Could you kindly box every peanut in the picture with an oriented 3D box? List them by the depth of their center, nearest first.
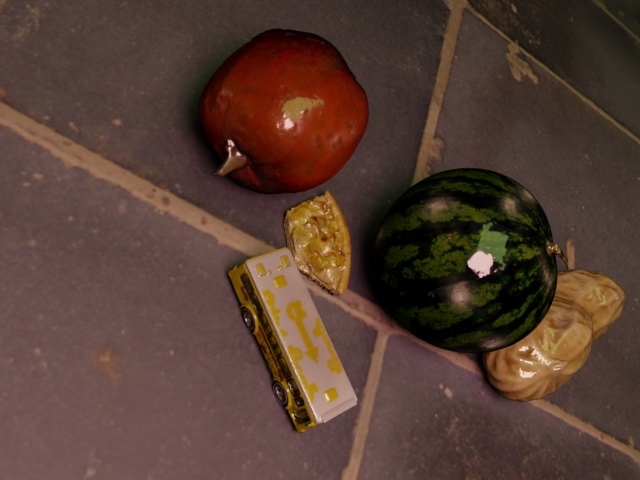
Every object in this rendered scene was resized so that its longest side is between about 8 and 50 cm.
[{"bbox_3d":[0.380,0.139,0.993,0.325,0.153,0.140,-29,91,-31],"label":"peanut"}]

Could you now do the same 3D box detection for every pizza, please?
[{"bbox_3d":[0.000,0.000,0.886,0.099,0.036,0.160,4,67,-31],"label":"pizza"}]

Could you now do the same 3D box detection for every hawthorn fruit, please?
[{"bbox_3d":[-0.056,-0.160,0.821,0.215,0.215,0.249,47,51,-6],"label":"hawthorn fruit"}]

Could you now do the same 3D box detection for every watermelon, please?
[{"bbox_3d":[0.203,0.025,0.876,0.269,0.269,0.268,13,63,-27],"label":"watermelon"}]

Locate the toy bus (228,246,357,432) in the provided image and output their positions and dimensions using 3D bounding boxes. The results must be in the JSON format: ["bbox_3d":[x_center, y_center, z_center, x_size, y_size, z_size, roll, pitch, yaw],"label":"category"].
[{"bbox_3d":[-0.036,0.123,0.784,0.081,0.074,0.226,-16,78,-37],"label":"toy bus"}]
